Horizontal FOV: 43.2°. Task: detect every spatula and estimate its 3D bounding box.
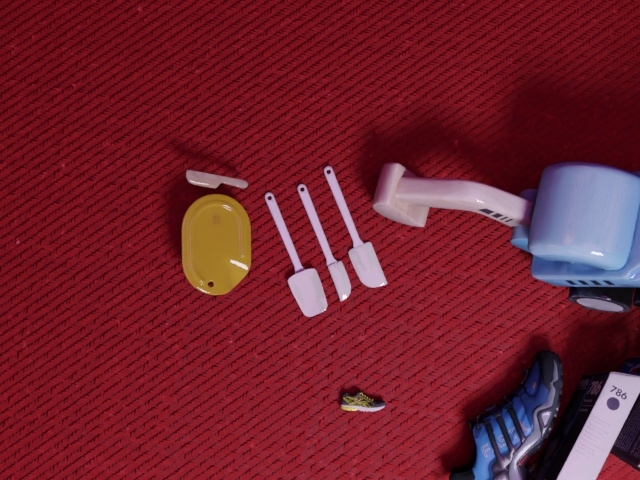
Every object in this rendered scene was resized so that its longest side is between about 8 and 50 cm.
[{"bbox_3d":[0.000,0.000,1.473,0.168,0.019,0.242,-23,88,-1],"label":"spatula"}]

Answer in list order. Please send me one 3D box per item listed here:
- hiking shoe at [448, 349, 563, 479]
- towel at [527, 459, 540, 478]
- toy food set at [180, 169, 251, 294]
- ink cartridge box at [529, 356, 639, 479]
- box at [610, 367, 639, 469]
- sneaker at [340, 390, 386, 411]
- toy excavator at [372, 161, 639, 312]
[{"bbox_3d":[0.328,0.324,1.417,0.132,0.113,0.304,23,81,10],"label":"hiking shoe"},{"bbox_3d":[0.341,0.480,1.457,0.237,0.021,0.102,-25,82,-1],"label":"towel"},{"bbox_3d":[-0.195,-0.013,1.453,0.128,0.071,0.218,1,89,-24],"label":"toy food set"},{"bbox_3d":[0.453,0.327,1.381,0.065,0.165,0.333,31,81,8],"label":"ink cartridge box"},{"bbox_3d":[0.610,0.336,1.372,0.167,0.203,0.169,32,88,1],"label":"box"},{"bbox_3d":[0.077,0.289,1.454,0.083,0.031,0.035,0,87,-1],"label":"sneaker"},{"bbox_3d":[0.367,-0.044,1.352,0.445,0.433,0.223,22,78,-26],"label":"toy excavator"}]
